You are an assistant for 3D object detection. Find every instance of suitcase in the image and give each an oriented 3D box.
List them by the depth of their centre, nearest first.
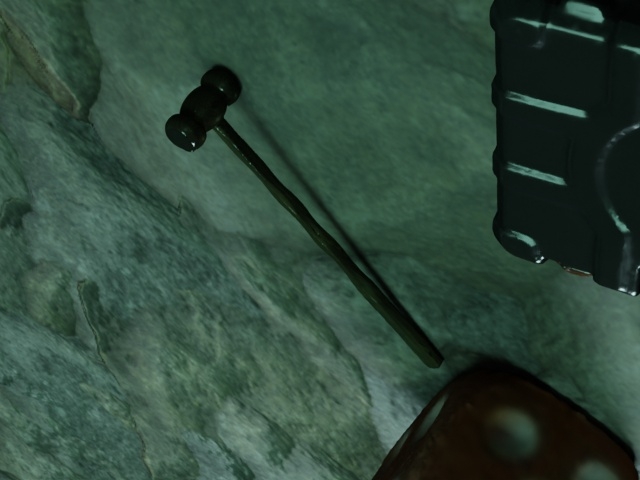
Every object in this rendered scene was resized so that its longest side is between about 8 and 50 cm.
[{"bbox_3d":[0.226,-0.033,0.713,0.285,0.066,0.206,20,143,24],"label":"suitcase"}]

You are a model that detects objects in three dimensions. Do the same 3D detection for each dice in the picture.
[{"bbox_3d":[0.122,0.216,1.029,0.175,0.179,0.174,31,147,-1],"label":"dice"}]

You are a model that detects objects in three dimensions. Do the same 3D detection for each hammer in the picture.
[{"bbox_3d":[0.000,0.000,0.990,0.029,0.058,0.292,-3,135,52],"label":"hammer"}]
